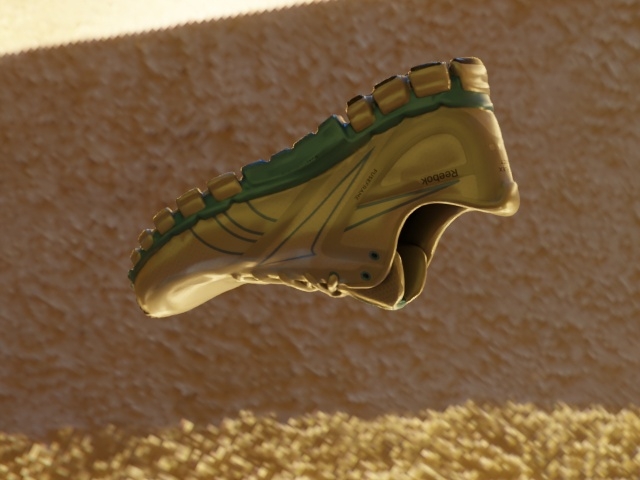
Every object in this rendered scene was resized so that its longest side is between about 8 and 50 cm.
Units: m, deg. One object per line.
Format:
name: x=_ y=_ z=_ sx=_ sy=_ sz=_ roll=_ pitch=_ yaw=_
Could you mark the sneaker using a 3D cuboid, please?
sneaker: x=0.000 y=0.000 z=0.708 sx=0.191 sy=0.071 sz=0.083 roll=-29 pitch=-104 yaw=25
